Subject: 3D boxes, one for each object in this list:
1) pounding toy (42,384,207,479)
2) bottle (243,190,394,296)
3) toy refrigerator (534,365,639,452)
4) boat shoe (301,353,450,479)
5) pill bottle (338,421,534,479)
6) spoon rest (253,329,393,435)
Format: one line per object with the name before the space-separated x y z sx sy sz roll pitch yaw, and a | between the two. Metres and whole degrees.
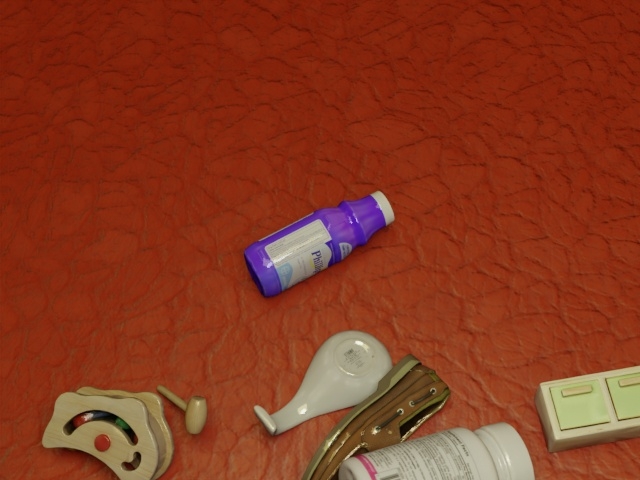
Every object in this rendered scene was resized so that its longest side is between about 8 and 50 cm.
pounding toy | -0.322 0.333 1.769 0.269 0.155 0.154 3 92 15
bottle | 0.000 0.000 1.891 0.283 0.118 0.092 -27 64 -11
toy refrigerator | 0.509 0.276 1.733 0.269 0.094 0.102 -9 63 -1
boat shoe | 0.096 0.326 1.722 0.104 0.111 0.307 37 71 21
pill bottle | 0.185 0.391 1.639 0.283 0.160 0.160 -12 62 -17
spoon rest | 0.005 0.253 1.795 0.276 0.084 0.137 -30 66 -26
